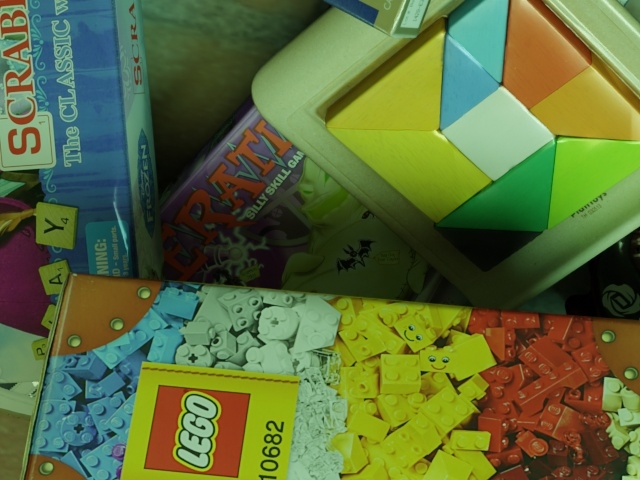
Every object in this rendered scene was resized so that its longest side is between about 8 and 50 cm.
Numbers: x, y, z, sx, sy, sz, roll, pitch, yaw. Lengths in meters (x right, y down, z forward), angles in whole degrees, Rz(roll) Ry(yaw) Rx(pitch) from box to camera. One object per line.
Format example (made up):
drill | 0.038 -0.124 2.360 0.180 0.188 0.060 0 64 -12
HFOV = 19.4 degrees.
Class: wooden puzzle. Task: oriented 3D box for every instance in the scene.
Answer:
wooden puzzle | 0.108 -0.076 1.183 0.221 0.044 0.239 -37 111 28

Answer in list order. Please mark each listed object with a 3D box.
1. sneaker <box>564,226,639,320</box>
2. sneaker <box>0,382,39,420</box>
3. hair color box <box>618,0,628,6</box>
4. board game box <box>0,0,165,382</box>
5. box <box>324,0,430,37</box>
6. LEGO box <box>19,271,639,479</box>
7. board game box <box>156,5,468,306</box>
sneaker | 0.285 0.000 1.294 0.162 0.106 0.281 42 115 -14
sneaker | -0.219 0.041 1.360 0.282 0.099 0.153 7 119 2
hair color box | 0.173 -0.288 1.142 0.174 0.105 0.347 29 118 -10
board game box | -0.270 -0.061 1.247 0.318 0.066 0.318 -4 95 12
box | -0.012 -0.231 1.149 0.225 0.036 0.136 32 112 30
LEGO box | 0.027 0.243 1.234 0.372 0.193 0.500 5 148 4
board game box | 0.000 0.000 1.286 0.208 0.056 0.347 39 106 -13
